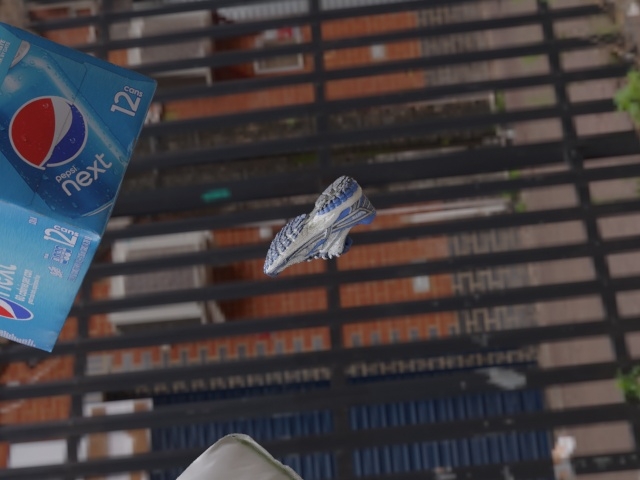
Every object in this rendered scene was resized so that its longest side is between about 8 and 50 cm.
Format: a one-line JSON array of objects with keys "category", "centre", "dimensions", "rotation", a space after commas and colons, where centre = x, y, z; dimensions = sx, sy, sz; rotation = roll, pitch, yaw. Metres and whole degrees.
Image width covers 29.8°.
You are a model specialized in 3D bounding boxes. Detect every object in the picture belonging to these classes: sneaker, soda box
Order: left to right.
[{"category": "soda box", "centre": [-0.131, -0.012, 0.537], "dimensions": [0.210, 0.067, 0.071], "rotation": [137, 151, -65]}, {"category": "sneaker", "centre": [0.000, 0.000, 1.178], "dimensions": [0.058, 0.135, 0.052], "rotation": [42, -154, -18]}]

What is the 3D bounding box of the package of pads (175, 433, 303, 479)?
[{"category": "package of pads", "centre": [-0.123, 0.282, 0.780], "dimensions": [0.296, 0.101, 0.229], "rotation": [-44, -18, -27]}]
